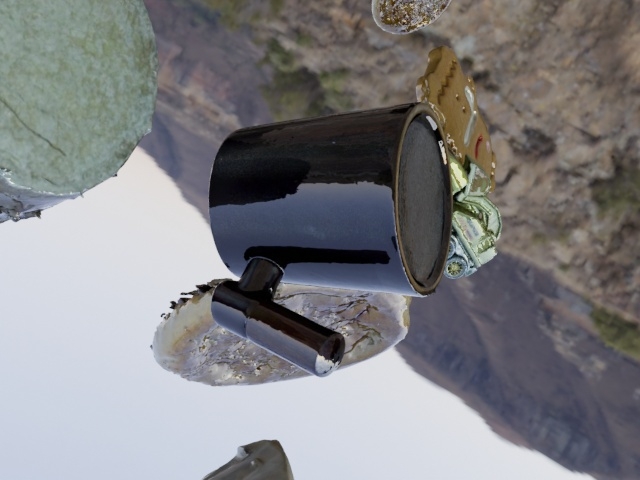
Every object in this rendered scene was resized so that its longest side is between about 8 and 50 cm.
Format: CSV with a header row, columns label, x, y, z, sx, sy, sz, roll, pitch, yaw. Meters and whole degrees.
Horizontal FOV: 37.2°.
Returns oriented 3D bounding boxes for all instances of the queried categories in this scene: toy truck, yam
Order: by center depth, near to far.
label,x,y,z,sx,sy,sz,roll,pitch,yaw
yam,-0.308,-0.117,0.808,0.348,0.241,0.241,-9,155,42
toy truck,0.183,-0.046,1.293,0.191,0.116,0.085,57,-171,-23

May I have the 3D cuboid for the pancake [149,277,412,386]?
label,x,y,z,sx,sy,sz,roll,pitch,yaw
pancake,-0.054,0.123,1.338,0.382,0.382,0.071,25,-136,-51

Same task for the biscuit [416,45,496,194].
label,x,y,z,sx,sy,sz,roll,pitch,yaw
biscuit,0.206,-0.158,1.383,0.035,0.184,0.249,-6,128,30

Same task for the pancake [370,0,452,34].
label,x,y,z,sx,sy,sz,roll,pitch,yaw
pancake,0.141,-0.356,1.359,0.158,0.158,0.028,24,-147,-58

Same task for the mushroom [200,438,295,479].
label,x,y,z,sx,sy,sz,roll,pitch,yaw
mushroom,-0.109,0.269,0.583,0.109,0.351,0.097,20,145,30

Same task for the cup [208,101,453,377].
label,x,y,z,sx,sy,sz,roll,pitch,yaw
cup,-0.002,-0.017,0.814,0.177,0.166,0.239,1,-149,23
